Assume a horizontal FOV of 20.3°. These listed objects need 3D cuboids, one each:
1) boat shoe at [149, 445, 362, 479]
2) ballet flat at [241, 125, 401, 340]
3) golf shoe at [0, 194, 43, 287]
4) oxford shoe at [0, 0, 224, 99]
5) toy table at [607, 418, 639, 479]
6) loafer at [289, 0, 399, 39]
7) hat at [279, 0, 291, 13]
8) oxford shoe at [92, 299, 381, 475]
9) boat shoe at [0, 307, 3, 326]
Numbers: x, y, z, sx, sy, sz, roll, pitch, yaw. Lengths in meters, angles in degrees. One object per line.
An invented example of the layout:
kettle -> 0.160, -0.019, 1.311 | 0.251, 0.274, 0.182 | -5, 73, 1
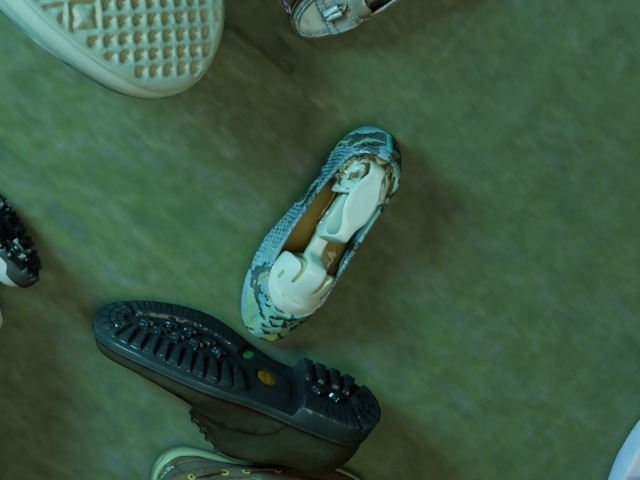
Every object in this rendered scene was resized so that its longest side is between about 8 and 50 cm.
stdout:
boat shoe -> -0.044, 0.206, 1.398 | 0.178, 0.060, 0.064 | 10, 105, -14
ballet flat -> 0.000, 0.000, 1.339 | 0.070, 0.070, 0.188 | 26, 101, -18
golf shoe -> -0.292, -0.018, 1.276 | 0.198, 0.077, 0.094 | 39, 103, -10
oxford shoe -> -0.241, -0.265, 1.173 | 0.449, 0.130, 0.169 | 42, 62, -20
toy table -> 0.365, 0.190, 1.423 | 0.252, 0.161, 0.274 | 37, 98, -19
loafer -> 0.036, -0.184, 1.300 | 0.125, 0.039, 0.045 | -29, 111, -1
hat -> 0.003, -0.315, 1.238 | 0.173, 0.208, 0.183 | 40, 138, 7
oxford shoe -> -0.076, 0.121, 1.355 | 0.227, 0.083, 0.096 | 27, 122, -7
boat shoe -> -0.292, 0.170, 1.309 | 0.103, 0.113, 0.302 | 4, 106, -7
